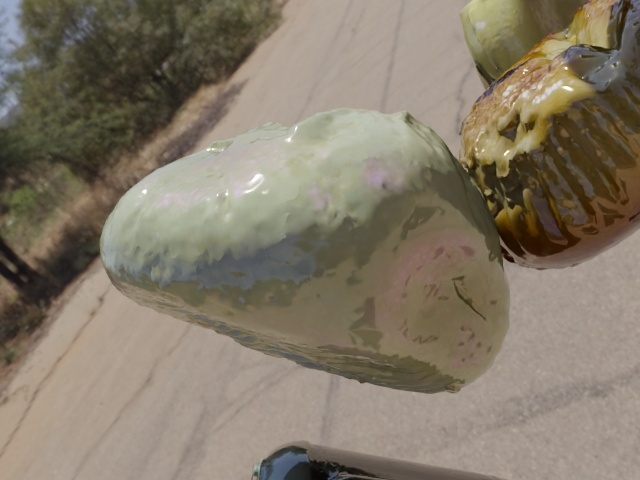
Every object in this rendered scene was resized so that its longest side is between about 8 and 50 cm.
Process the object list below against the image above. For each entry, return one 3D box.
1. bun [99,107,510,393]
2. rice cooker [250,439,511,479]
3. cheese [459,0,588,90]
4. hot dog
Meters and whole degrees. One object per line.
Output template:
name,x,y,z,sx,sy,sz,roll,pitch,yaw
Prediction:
bun,0.000,0.000,0.667,0.361,0.361,0.213,-6,63,63
rice cooker,0.069,0.369,0.728,0.335,0.326,0.335,-168,90,-87
cheese,0.327,-0.225,1.017,0.260,0.315,0.128,-38,14,-30
hot dog,0.289,-0.129,0.705,0.367,0.196,0.365,-42,1,17
